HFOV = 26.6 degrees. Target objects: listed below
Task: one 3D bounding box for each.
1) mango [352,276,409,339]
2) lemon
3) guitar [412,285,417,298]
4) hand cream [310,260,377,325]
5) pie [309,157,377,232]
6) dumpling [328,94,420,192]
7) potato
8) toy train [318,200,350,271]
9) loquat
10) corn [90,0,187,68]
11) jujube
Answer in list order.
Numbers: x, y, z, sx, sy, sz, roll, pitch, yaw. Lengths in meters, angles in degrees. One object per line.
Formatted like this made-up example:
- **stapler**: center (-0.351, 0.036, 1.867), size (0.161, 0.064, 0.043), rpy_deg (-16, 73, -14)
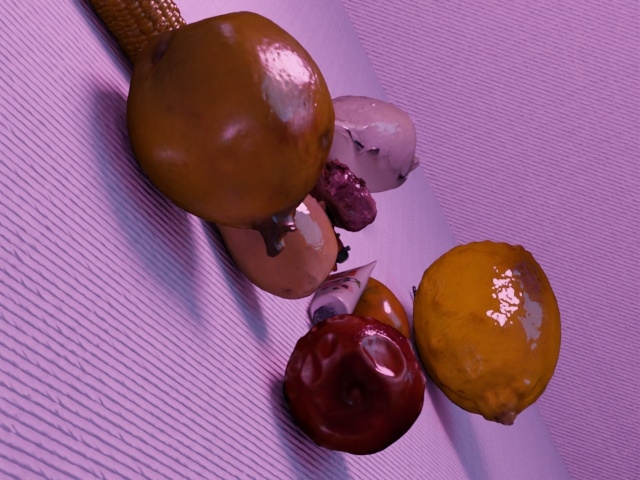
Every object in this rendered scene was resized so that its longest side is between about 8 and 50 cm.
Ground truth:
- **mango**: center (0.070, 0.104, 1.912), size (0.111, 0.089, 0.163), rpy_deg (74, -8, -45)
- **lemon**: center (0.294, 0.159, 2.402), size (0.285, 0.285, 0.316), rpy_deg (25, 74, -74)
- **guitar**: center (0.218, 0.189, 2.586), size (0.088, 0.025, 0.233), rpy_deg (41, 27, -63)
- **hand cream**: center (0.027, 0.069, 1.824), size (0.234, 0.080, 0.050), rpy_deg (-60, 132, -72)
- **pie**: center (-0.008, -0.098, 1.874), size (0.218, 0.054, 0.204), rpy_deg (47, -9, 8)
- **dumpling**: center (0.058, -0.195, 2.363), size (0.227, 0.175, 0.243), rpy_deg (38, -23, 33)
- **potato**: center (-0.057, -0.017, 1.508), size (0.178, 0.118, 0.109), rpy_deg (52, -24, -2)
- **toy train**: center (0.000, 0.000, 1.851), size (0.103, 0.064, 0.044), rpy_deg (59, 11, -29)
- **loquat**: center (-0.081, -0.100, 1.340), size (0.213, 0.213, 0.246), rpy_deg (1, 66, -78)
- **corn**: center (-0.184, -0.229, 1.438), size (0.238, 0.080, 0.080), rpy_deg (56, 14, -36)
- **jujube**: center (0.041, 0.161, 1.503), size (0.230, 0.155, 0.155), rpy_deg (61, 7, -79)
